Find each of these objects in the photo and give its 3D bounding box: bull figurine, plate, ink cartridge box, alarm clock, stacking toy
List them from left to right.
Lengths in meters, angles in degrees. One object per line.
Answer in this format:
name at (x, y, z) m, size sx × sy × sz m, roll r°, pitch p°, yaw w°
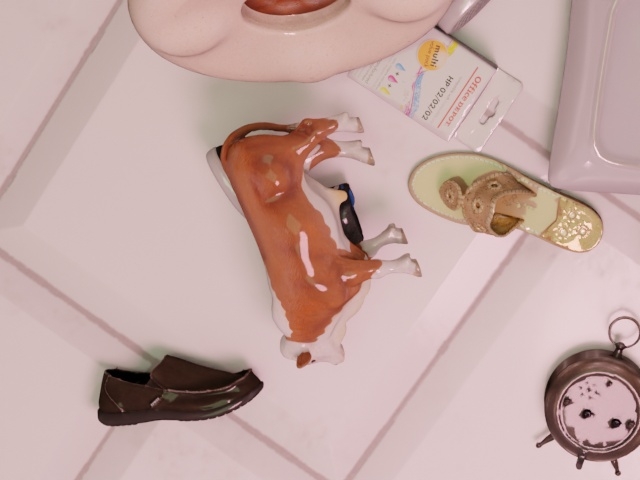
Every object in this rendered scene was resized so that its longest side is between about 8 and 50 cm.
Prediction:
stacking toy at (-0.049, -0.443, 1.583) m, size 0.350 × 0.350 × 0.480 m, roll -10°, pitch 73°, yaw 11°
bull figurine at (0.000, 0.000, 1.674) m, size 0.188 × 0.101 × 0.310 m, roll -22°, pitch 104°, yaw 2°
ink cartridge box at (0.137, -0.189, 1.705) m, size 0.181 × 0.061 × 0.104 m, roll 33°, pitch 103°, yaw 2°
alarm clock at (0.339, 0.181, 1.736) m, size 0.129 × 0.064 × 0.192 m, roll 18°, pitch 98°, yaw 6°
plate at (0.414, -0.180, 1.647) m, size 0.278 × 0.045 × 0.277 m, roll 6°, pitch 100°, yaw -3°

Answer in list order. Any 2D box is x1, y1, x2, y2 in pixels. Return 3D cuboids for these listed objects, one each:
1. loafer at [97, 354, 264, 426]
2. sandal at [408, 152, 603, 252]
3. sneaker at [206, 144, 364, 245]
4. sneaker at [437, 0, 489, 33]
loafer at (-0.181, 0.182, 1.808) m, size 0.220 × 0.080 × 0.078 m, roll -9°, pitch 98°, yaw 11°
sandal at (0.218, -0.042, 1.707) m, size 0.240 × 0.079 × 0.088 m, roll 18°, pitch 102°, yaw 6°
sneaker at (-0.030, -0.054, 1.753) m, size 0.121 × 0.079 × 0.217 m, roll -37°, pitch 100°, yaw 10°
sneaker at (0.188, -0.377, 1.652) m, size 0.256 × 0.094 × 0.151 m, roll -44°, pitch 83°, yaw 8°
